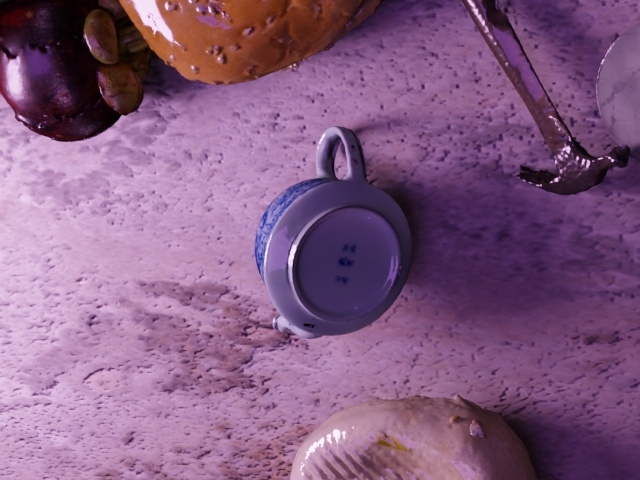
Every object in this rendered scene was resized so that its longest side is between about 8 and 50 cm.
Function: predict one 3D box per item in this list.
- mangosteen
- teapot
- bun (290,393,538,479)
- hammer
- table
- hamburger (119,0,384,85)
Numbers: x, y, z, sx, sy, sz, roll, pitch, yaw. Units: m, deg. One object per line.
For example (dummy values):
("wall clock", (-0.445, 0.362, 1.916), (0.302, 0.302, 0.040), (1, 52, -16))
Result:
("mangosteen", (-0.251, -0.189, 1.176), (0.180, 0.166, 0.166), (-15, 102, 21))
("teapot", (0.000, 0.000, 1.149), (0.158, 0.159, 0.232), (18, 102, 18))
("bun", (0.106, 0.275, 1.182), (0.259, 0.160, 0.259), (1, 92, 24))
("hammer", (0.174, -0.177, 1.044), (0.125, 0.027, 0.297), (-28, 91, 52))
("table", (0.310, -0.130, 0.984), (0.133, 0.043, 0.134), (17, 118, 34))
("hamburger", (-0.071, -0.286, 1.068), (0.283, 0.144, 0.260), (-29, 92, 25))
